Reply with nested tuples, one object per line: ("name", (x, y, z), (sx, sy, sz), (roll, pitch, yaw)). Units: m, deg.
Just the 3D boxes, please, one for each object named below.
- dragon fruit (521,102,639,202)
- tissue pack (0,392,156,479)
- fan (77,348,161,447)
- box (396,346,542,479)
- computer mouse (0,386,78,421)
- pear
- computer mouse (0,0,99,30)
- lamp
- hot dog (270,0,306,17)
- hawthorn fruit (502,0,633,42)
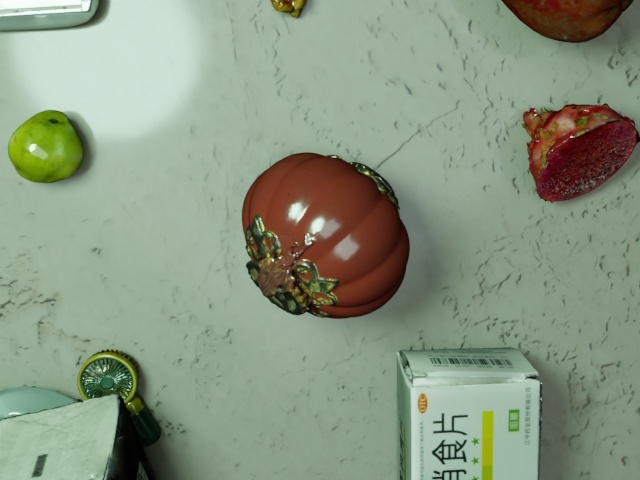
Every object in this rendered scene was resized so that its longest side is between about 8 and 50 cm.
("dragon fruit", (0.331, -0.139, 0.987), (0.153, 0.153, 0.110), (-25, 59, 2))
("tissue pack", (-0.294, 0.402, 0.951), (0.198, 0.210, 0.369), (-10, 115, 2))
("fan", (-0.277, 0.224, 1.049), (0.082, 0.039, 0.155), (-28, 101, 3))
("box", (0.197, 0.312, 1.026), (0.173, 0.145, 0.332), (-2, 100, -3))
("computer mouse", (-0.365, 0.276, 1.035), (0.231, 0.079, 0.127), (25, 112, -14))
("pear", (-0.357, -0.122, 0.966), (0.092, 0.092, 0.096), (10, 99, -4))
("computer mouse", (-0.382, -0.322, 0.952), (0.199, 0.045, 0.102), (-5, 99, -1))
("lamp", (0.000, 0.000, 0.928), (0.227, 0.227, 0.226), (0, 99, -2))
("hot dog", (-0.049, -0.361, 0.962), (0.062, 0.038, 0.144), (-13, 102, -3))
("hawthorn fruit", (0.277, -0.362, 0.898), (0.248, 0.208, 0.208), (29, 98, 12))
